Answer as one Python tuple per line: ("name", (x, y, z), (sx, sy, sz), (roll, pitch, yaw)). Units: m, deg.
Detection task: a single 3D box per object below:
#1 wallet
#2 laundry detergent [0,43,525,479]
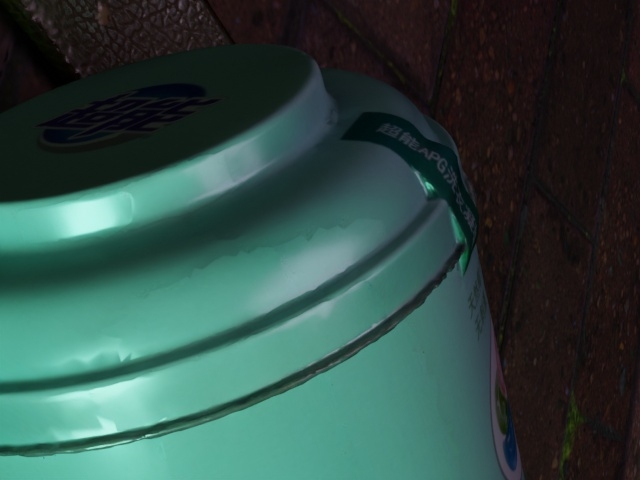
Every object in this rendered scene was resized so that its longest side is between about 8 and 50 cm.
("wallet", (-0.141, -0.159, 0.701), (0.133, 0.039, 0.243), (-60, 137, -26))
("laundry detergent", (-0.050, 0.077, 0.535), (0.287, 0.287, 0.305), (-44, 127, -46))
